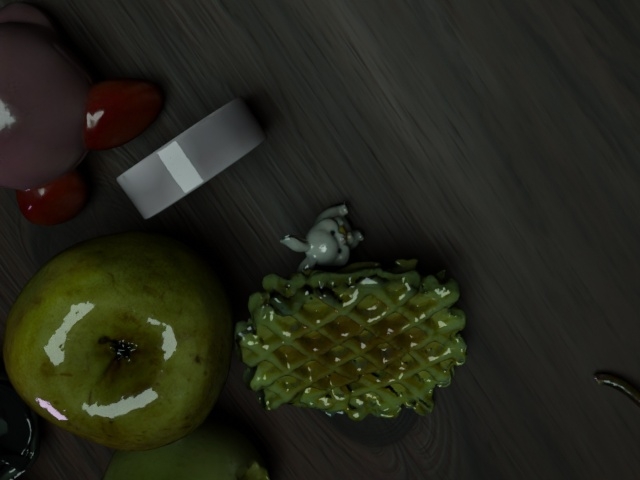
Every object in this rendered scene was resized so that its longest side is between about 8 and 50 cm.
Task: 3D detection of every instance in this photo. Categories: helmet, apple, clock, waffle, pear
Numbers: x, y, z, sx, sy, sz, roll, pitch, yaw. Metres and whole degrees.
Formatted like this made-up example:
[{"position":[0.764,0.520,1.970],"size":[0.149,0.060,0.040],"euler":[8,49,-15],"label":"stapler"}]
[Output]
[{"position":[-0.574,0.305,1.548],"size":[0.177,0.305,0.225],"euler":[10,128,34],"label":"helmet"},{"position":[-0.201,0.382,1.510],"size":[0.279,0.279,0.279],"euler":[3,107,11],"label":"apple"},{"position":[-0.167,-0.108,1.378],"size":[0.197,0.197,0.068],"euler":[-31,98,18],"label":"clock"},{"position":[0.042,0.137,1.426],"size":[0.317,0.073,0.297],"euler":[0,134,-5],"label":"waffle"},{"position":[-0.260,0.124,1.414],"size":[0.304,0.304,0.303],"euler":[3,107,11],"label":"pear"}]

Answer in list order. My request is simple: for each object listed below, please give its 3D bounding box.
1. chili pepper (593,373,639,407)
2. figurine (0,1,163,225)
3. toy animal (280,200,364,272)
[{"position":[0.515,0.301,1.395],"size":[0.135,0.131,0.338],"euler":[-34,95,9],"label":"chili pepper"},{"position":[-0.396,-0.168,1.401],"size":[0.261,0.211,0.269],"euler":[44,109,-3],"label":"figurine"},{"position":[0.006,-0.001,1.414],"size":[0.085,0.124,0.071],"euler":[-8,110,17],"label":"toy animal"}]
